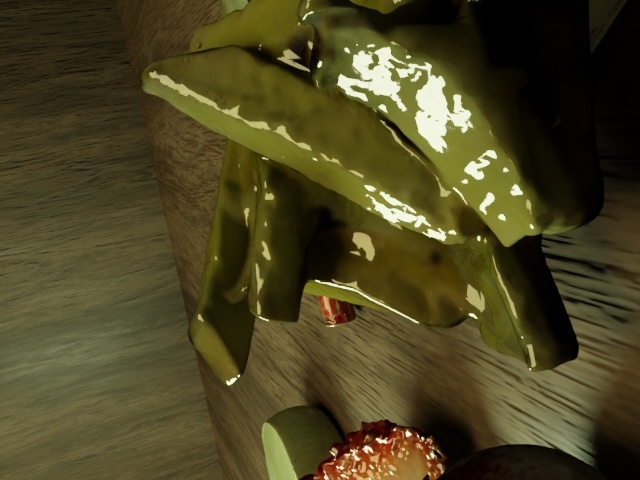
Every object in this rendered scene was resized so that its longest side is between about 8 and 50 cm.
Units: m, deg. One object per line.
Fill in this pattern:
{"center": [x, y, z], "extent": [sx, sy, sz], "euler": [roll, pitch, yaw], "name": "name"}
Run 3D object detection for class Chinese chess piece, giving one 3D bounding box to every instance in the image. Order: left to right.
{"center": [-0.016, 0.401, 1.099], "extent": [0.250, 0.101, 0.250], "euler": [166, 90, -71], "name": "Chinese chess piece"}

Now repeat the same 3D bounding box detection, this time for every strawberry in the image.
{"center": [0.098, 0.319, 0.741], "extent": [0.233, 0.138, 0.306], "euler": [47, 125, 20], "name": "strawberry"}

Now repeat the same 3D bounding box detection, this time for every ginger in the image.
{"center": [-0.004, -0.069, 0.442], "extent": [0.358, 0.211, 0.413], "euler": [-126, 27, -43], "name": "ginger"}

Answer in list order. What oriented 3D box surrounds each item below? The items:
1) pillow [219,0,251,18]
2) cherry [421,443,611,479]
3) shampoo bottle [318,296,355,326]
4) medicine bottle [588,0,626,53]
{"center": [-0.085, -0.287, 0.794], "extent": [0.302, 0.075, 0.184], "euler": [94, 169, -71], "name": "pillow"}
{"center": [0.143, 0.231, 0.438], "extent": [0.195, 0.195, 0.195], "euler": [166, 90, -71], "name": "cherry"}
{"center": [0.000, 0.000, 0.850], "extent": [0.108, 0.051, 0.220], "euler": [166, 90, -68], "name": "shampoo bottle"}
{"center": [0.110, -0.153, 0.444], "extent": [0.201, 0.052, 0.171], "euler": [107, 143, -59], "name": "medicine bottle"}
